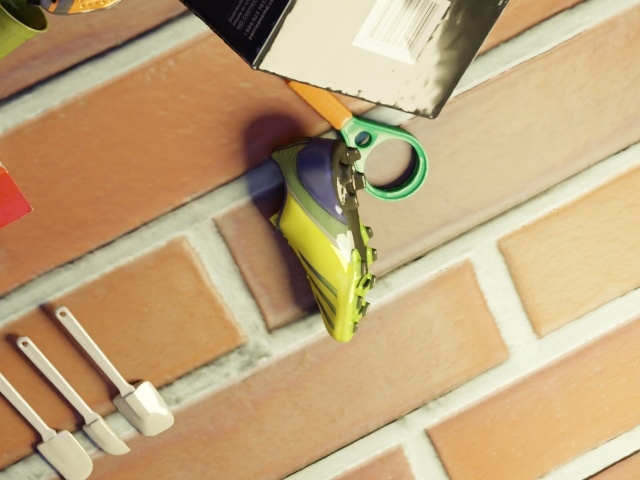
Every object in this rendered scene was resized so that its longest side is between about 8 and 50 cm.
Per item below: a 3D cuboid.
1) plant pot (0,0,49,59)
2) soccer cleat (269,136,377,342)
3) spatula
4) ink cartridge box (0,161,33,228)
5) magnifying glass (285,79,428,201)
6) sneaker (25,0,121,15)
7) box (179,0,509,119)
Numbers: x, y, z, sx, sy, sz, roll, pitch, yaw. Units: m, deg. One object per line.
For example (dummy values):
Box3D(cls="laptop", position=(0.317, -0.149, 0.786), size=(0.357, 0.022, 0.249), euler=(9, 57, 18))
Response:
Box3D(cls="plant pot", position=(-0.352, -0.231, 1.436), size=(0.079, 0.083, 0.083), euler=(-41, 120, 20))
Box3D(cls="soccer cleat", position=(0.000, -0.001, 1.658), size=(0.121, 0.093, 0.289), euler=(3, 123, 16))
Box3D(cls="spatula", position=(-0.314, 0.194, 1.686), size=(0.168, 0.019, 0.242), euler=(-30, 119, 6))
Box3D(cls="ink cartridge box", position=(-0.435, -0.061, 1.508), size=(0.145, 0.045, 0.179), euler=(-30, 117, 0))
Box3D(cls="magnifying glass", position=(0.044, -0.132, 1.630), size=(0.092, 0.026, 0.231), euler=(-45, 121, 8))
Box3D(cls="sneaker", position=(-0.300, -0.336, 1.367), size=(0.321, 0.124, 0.180), euler=(19, 107, -24))
Box3D(cls="box", position=(-0.015, -0.290, 1.317), size=(0.296, 0.294, 0.182), euler=(8, 119, -52))
